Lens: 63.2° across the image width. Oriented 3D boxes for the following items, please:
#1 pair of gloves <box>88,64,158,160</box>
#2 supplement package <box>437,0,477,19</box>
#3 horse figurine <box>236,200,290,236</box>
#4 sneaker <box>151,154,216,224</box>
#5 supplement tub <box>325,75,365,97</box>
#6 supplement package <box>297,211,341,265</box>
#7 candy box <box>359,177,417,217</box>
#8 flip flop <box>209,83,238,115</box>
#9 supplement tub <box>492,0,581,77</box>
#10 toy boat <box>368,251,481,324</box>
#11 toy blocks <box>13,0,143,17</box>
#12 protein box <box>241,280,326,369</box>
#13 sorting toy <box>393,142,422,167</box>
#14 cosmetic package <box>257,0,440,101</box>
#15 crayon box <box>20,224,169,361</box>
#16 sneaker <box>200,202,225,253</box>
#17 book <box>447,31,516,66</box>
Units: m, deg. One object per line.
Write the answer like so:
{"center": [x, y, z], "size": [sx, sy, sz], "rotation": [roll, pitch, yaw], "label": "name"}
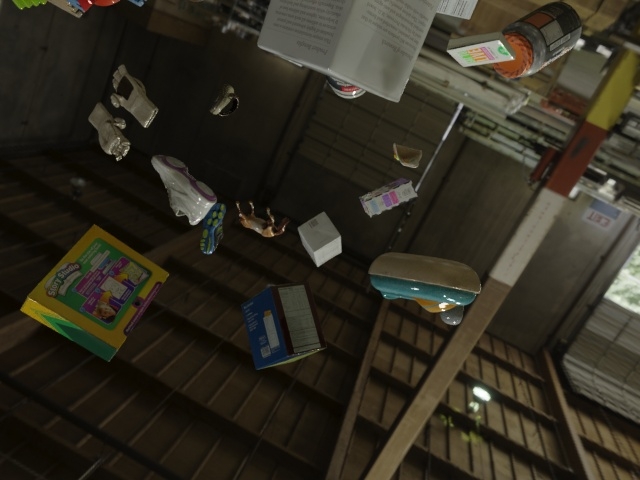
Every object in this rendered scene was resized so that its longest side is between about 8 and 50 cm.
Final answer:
{"center": [-0.605, -0.378, 1.562], "size": [0.204, 0.240, 0.042], "rotation": [56, -154, 16], "label": "pair of gloves"}
{"center": [0.479, -0.957, 1.939], "size": [0.203, 0.149, 0.194], "rotation": [11, -129, -4], "label": "supplement package"}
{"center": [-0.252, -0.080, 2.187], "size": [0.264, 0.174, 0.066], "rotation": [20, -127, 18], "label": "horse figurine"}
{"center": [-0.491, -0.177, 1.766], "size": [0.305, 0.152, 0.114], "rotation": [43, -159, 23], "label": "sneaker"}
{"center": [0.106, -0.681, 1.990], "size": [0.191, 0.191, 0.272], "rotation": [30, 174, 12], "label": "supplement tub"}
{"center": [0.000, 0.000, 2.268], "size": [0.133, 0.139, 0.244], "rotation": [56, 172, 16], "label": "supplement package"}
{"center": [0.259, -0.169, 2.020], "size": [0.165, 0.196, 0.070], "rotation": [-105, -10, -79], "label": "candy box"}
{"center": [-0.332, -0.488, 1.845], "size": [0.080, 0.112, 0.277], "rotation": [27, -167, -15], "label": "flip flop"}
{"center": [0.765, -0.712, 1.862], "size": [0.316, 0.193, 0.194], "rotation": [-34, -128, -25], "label": "supplement tub"}
{"center": [0.281, 0.125, 1.278], "size": [0.268, 0.148, 0.318], "rotation": [7, 173, 39], "label": "toy boat"}
{"center": [-0.464, -0.620, 1.127], "size": [0.261, 0.381, 0.190], "rotation": [31, 166, 13], "label": "toy blocks"}
{"center": [-0.112, 0.249, 1.521], "size": [0.136, 0.200, 0.201], "rotation": [-4, -110, -36], "label": "protein box"}
{"center": [0.243, -0.230, 1.463], "size": [0.083, 0.044, 0.075], "rotation": [12, -145, -11], "label": "sorting toy"}
{"center": [0.090, -0.654, 1.454], "size": [0.328, 0.393, 0.329], "rotation": [4, -156, -47], "label": "cosmetic package"}
{"center": [-0.736, 0.167, 1.743], "size": [0.313, 0.106, 0.362], "rotation": [35, -140, -12], "label": "crayon box"}
{"center": [-0.380, -0.045, 1.855], "size": [0.067, 0.188, 0.078], "rotation": [17, -170, 10], "label": "sneaker"}
{"center": [0.414, -0.489, 1.338], "size": [0.144, 0.035, 0.096], "rotation": [8, 169, 45], "label": "book"}
